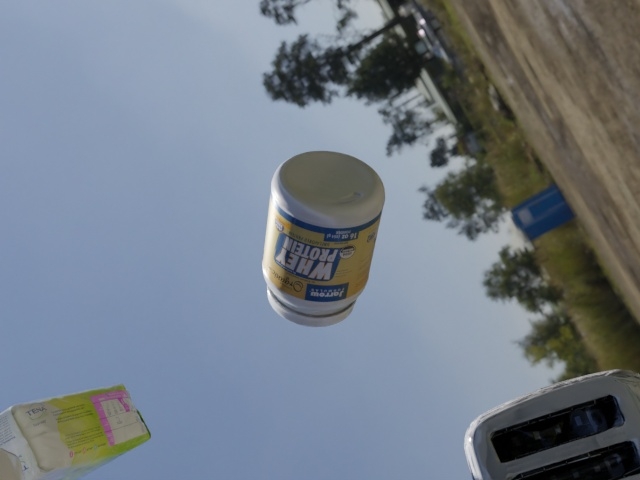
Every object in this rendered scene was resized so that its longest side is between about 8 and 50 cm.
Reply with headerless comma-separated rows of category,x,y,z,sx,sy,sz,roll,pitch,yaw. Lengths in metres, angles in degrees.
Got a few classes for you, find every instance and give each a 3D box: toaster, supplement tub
toaster,0.217,0.198,0.795,0.146,0.227,0.129,56,-162,-65
supplement tub,0.000,0.000,1.152,0.144,0.144,0.199,-105,19,-49

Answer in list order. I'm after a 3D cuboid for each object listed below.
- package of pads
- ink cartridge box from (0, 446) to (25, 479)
package of pads,-0.385,0.292,1.181,0.101,0.229,0.296,61,-168,11
ink cartridge box,-0.385,0.324,0.779,0.198,0.273,0.114,60,179,31
